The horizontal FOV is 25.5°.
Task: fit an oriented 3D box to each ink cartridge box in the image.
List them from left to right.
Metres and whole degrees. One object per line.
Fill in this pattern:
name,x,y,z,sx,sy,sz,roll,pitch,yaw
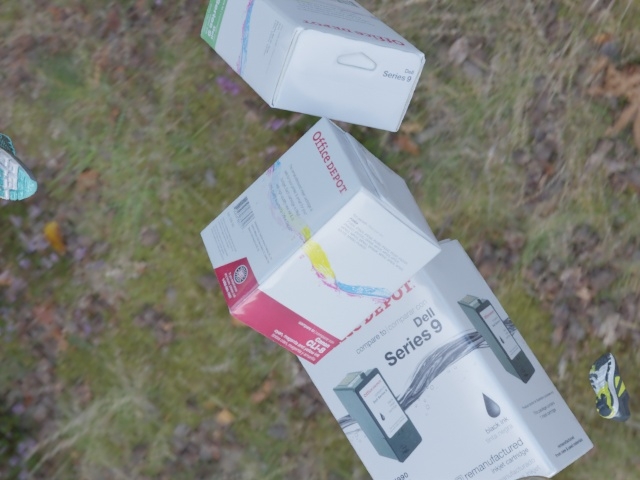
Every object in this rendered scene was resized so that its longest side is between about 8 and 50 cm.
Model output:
ink cartridge box,-0.012,-0.203,1.471,0.154,0.212,0.093,8,111,-30
ink cartridge box,0.000,0.000,1.353,0.176,0.128,0.127,-43,129,16
ink cartridge box,0.132,0.175,1.605,0.211,0.121,0.289,-40,76,30

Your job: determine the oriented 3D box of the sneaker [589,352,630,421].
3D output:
sneaker,0.306,0.157,1.490,0.035,0.083,0.031,33,133,-28

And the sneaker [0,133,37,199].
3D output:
sneaker,-0.411,-0.109,1.795,0.166,0.076,0.065,32,123,24

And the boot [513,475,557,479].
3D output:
boot,0.297,0.272,1.297,0.248,0.207,0.090,-11,70,57
